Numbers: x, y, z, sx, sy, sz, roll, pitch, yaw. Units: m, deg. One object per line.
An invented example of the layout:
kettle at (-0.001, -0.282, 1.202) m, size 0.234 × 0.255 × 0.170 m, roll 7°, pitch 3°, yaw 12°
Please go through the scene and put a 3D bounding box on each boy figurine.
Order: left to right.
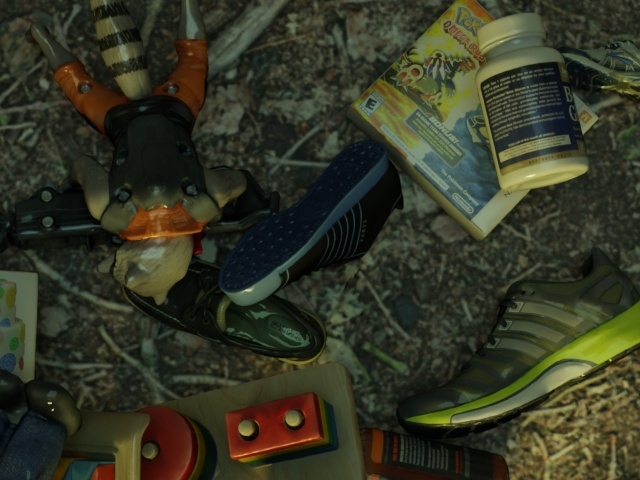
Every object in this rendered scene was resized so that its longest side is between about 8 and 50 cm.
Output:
boy figurine at (-0.320, 0.251, 1.042) m, size 0.177 × 0.092 × 0.285 m, roll 16°, pitch 54°, yaw 11°

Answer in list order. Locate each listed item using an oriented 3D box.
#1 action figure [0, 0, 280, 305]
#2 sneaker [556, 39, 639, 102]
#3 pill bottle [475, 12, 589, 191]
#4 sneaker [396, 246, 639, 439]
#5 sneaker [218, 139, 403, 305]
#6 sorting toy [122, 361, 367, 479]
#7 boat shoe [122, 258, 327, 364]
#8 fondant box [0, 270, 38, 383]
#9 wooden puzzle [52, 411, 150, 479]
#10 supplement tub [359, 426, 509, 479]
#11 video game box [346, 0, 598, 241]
action figure at (-0.221, -0.092, 1.207) m, size 0.341 × 0.178 × 0.330 m, roll -13°, pitch 73°, yaw -9°
sneaker at (0.321, -0.194, 1.323) m, size 0.135 × 0.052 × 0.058 m, roll 16°, pitch 71°, yaw -9°
pill bottle at (0.213, -0.142, 1.233) m, size 0.094 × 0.094 × 0.169 m, roll -11°, pitch 83°, yaw -6°
sneaker at (0.206, 0.112, 1.250) m, size 0.300 × 0.111 × 0.121 m, roll -25°, pitch 74°, yaw -13°
sneaker at (0.000, 0.000, 1.232) m, size 0.232 × 0.081 × 0.090 m, roll -42°, pitch 130°, yaw -18°
sorting toy at (-0.086, 0.258, 1.136) m, size 0.255 × 0.089 × 0.257 m, roll -15°, pitch 67°, yaw 13°
boat shoe at (-0.098, 0.068, 1.239) m, size 0.223 × 0.073 × 0.080 m, roll 21°, pitch 81°, yaw -1°
fondant box at (-0.406, 0.190, 1.156) m, size 0.238 × 0.096 × 0.330 m, roll 4°, pitch 82°, yaw -23°
wooden puzzle at (-0.235, 0.281, 1.136) m, size 0.044 × 0.221 × 0.238 m, roll 11°, pitch 77°, yaw -36°
supplement tub at (0.084, 0.248, 1.210) m, size 0.198 × 0.106 × 0.106 m, roll 13°, pitch 81°, yaw -2°
video game box at (0.165, -0.135, 1.301) m, size 0.205 × 0.048 × 0.187 m, roll 44°, pitch 79°, yaw 3°
